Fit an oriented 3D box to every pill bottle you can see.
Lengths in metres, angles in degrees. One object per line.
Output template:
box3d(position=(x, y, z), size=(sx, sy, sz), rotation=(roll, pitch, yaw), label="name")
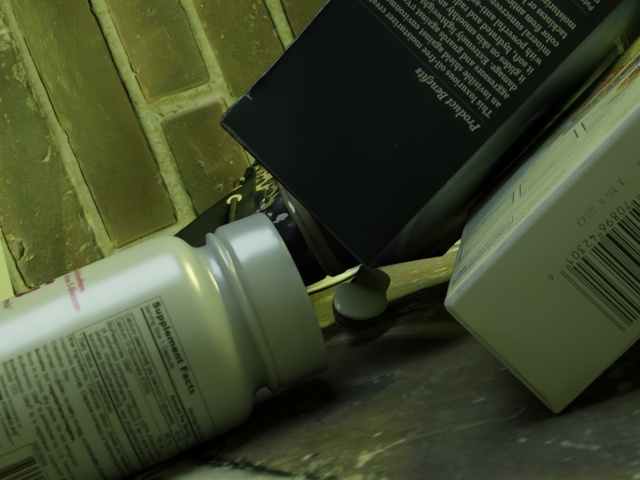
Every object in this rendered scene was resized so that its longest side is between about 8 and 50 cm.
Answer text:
box3d(position=(-0.148, 0.093, 0.904), size=(0.283, 0.160, 0.160), rotation=(-23, 7, -10), label="pill bottle")

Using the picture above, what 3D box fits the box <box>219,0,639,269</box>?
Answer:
box3d(position=(0.115, -0.139, 1.014), size=(0.294, 0.183, 0.296), rotation=(-46, -12, 13), label="box")

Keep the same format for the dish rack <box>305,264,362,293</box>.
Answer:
box3d(position=(0.000, 0.000, 1.579), size=(0.285, 0.072, 0.332), rotation=(-15, 11, 41), label="dish rack")

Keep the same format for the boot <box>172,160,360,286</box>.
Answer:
box3d(position=(-0.117, 0.031, 1.251), size=(0.284, 0.138, 0.377), rotation=(-33, 14, -3), label="boot")

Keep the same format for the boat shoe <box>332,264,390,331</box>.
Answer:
box3d(position=(0.035, 0.060, 1.092), size=(0.043, 0.049, 0.137), rotation=(-64, -4, 17), label="boat shoe")

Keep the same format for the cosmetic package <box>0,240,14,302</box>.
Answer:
box3d(position=(-0.504, 0.151, 1.267), size=(0.384, 0.217, 0.156), rotation=(-22, -10, 23), label="cosmetic package")

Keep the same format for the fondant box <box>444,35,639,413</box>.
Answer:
box3d(position=(0.203, -0.046, 0.784), size=(0.238, 0.096, 0.330), rotation=(-46, 2, 14), label="fondant box")
